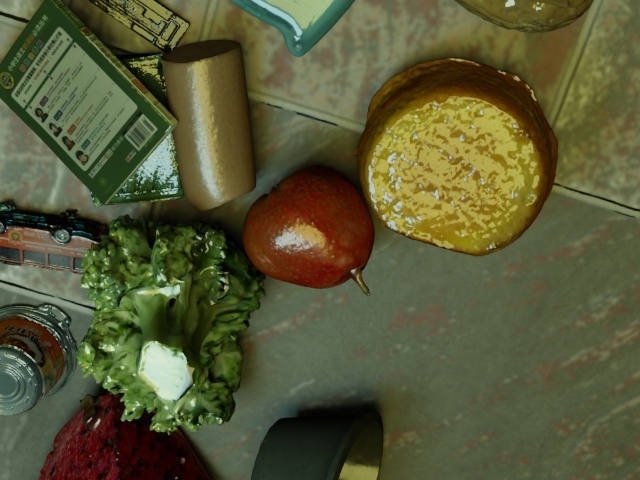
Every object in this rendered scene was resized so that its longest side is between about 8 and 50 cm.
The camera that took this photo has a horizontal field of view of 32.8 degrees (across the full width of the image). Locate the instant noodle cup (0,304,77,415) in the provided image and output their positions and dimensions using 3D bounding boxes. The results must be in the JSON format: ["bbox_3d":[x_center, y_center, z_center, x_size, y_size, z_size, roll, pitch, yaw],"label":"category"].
[{"bbox_3d":[-0.510,0.212,1.815,0.178,0.125,0.208,23,110,-4],"label":"instant noodle cup"}]

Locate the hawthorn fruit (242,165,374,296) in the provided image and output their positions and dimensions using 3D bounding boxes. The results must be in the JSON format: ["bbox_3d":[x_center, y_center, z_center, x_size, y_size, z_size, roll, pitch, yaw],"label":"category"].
[{"bbox_3d":[0.000,0.000,1.658,0.225,0.196,0.196,45,107,6],"label":"hawthorn fruit"}]

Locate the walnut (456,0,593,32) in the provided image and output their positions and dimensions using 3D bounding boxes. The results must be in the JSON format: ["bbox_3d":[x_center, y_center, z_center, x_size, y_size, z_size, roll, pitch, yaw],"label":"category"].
[{"bbox_3d":[0.278,-0.394,1.515,0.245,0.198,0.198,18,110,-4],"label":"walnut"}]

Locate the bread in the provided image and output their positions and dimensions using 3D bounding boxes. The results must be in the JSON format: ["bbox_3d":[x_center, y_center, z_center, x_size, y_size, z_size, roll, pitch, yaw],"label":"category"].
[{"bbox_3d":[0.206,-0.118,1.624,0.312,0.172,0.312,2,111,5],"label":"bread"}]

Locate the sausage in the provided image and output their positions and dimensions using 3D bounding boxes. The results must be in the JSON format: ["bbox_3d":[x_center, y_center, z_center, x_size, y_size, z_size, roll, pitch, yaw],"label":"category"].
[{"bbox_3d":[-0.165,-0.169,1.658,0.123,0.123,0.252,-5,111,5],"label":"sausage"}]

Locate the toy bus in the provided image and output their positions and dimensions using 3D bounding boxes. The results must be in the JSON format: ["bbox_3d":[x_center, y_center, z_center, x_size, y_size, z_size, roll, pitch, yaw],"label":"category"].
[{"bbox_3d":[-0.465,-0.002,1.765,0.235,0.073,0.096,7,117,0],"label":"toy bus"}]

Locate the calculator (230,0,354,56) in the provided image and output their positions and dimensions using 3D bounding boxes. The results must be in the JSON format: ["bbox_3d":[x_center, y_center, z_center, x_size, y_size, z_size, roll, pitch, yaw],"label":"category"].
[{"bbox_3d":[-0.018,-0.475,1.576,0.256,0.054,0.386,30,106,-7],"label":"calculator"}]

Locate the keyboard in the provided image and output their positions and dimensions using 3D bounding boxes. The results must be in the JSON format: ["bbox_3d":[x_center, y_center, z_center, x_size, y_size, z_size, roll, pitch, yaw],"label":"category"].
[{"bbox_3d":[-0.299,-0.363,1.652,0.204,0.013,0.061,34,109,-9],"label":"keyboard"}]

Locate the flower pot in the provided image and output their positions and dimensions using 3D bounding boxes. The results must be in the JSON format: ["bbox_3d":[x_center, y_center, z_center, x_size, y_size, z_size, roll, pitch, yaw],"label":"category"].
[{"bbox_3d":[-0.013,0.395,1.810,0.166,0.269,0.268,12,112,22],"label":"flower pot"}]

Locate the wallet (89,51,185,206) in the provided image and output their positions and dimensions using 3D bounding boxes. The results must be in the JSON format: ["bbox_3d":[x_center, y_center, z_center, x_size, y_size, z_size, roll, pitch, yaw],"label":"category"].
[{"bbox_3d":[-0.299,-0.172,1.701,0.160,0.055,0.236,-3,114,10],"label":"wallet"}]

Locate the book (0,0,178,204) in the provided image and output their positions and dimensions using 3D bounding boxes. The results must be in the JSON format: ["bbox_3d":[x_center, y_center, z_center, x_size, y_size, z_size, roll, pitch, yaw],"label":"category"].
[{"bbox_3d":[-0.363,-0.209,1.646,0.264,0.027,0.202,46,124,-2],"label":"book"}]

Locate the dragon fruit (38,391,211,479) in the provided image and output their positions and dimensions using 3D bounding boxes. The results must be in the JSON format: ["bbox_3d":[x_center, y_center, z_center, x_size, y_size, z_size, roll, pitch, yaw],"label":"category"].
[{"bbox_3d":[-0.383,0.426,1.828,0.330,0.240,0.302,-29,87,6],"label":"dragon fruit"}]

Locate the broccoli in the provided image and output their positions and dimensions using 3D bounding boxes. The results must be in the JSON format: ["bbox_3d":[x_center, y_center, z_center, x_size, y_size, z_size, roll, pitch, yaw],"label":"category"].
[{"bbox_3d":[-0.239,0.126,1.699,0.277,0.317,0.338,14,78,-4],"label":"broccoli"}]
